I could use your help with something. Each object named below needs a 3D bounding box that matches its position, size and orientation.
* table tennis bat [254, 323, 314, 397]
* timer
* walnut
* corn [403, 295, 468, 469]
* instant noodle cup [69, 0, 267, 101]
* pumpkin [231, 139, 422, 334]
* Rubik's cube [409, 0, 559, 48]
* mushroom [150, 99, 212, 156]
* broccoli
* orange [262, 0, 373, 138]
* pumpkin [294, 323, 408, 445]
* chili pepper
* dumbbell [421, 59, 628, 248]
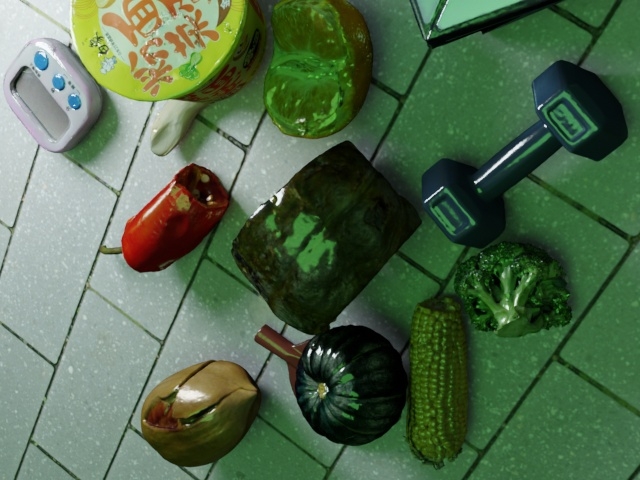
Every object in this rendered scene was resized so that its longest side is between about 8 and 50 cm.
[{"bbox_3d":[0.006,0.261,1.783,0.310,0.038,0.200,32,117,14],"label":"table tennis bat"},{"bbox_3d":[-0.540,-0.293,1.864,0.191,0.069,0.208,-40,87,32],"label":"timer"},{"bbox_3d":[-0.229,0.342,1.852,0.298,0.203,0.203,-26,94,31],"label":"walnut"},{"bbox_3d":[0.210,0.253,1.635,0.115,0.115,0.317,8,110,25],"label":"corn"},{"bbox_3d":[-0.228,-0.365,1.546,0.311,0.221,0.311,0,89,14],"label":"instant noodle cup"},{"bbox_3d":[0.000,0.000,1.574,0.225,0.256,0.303,42,136,6],"label":"pumpkin"},{"bbox_3d":[0.249,-0.432,1.297,0.248,0.250,0.246,-18,98,29],"label":"Rubik's cube"},{"bbox_3d":[-0.258,-0.243,1.736,0.084,0.071,0.209,31,126,-18],"label":"mushroom"},{"bbox_3d":[0.312,0.088,1.502,0.195,0.156,0.195,-2,141,-1],"label":"broccoli"},{"bbox_3d":[-0.003,-0.293,1.527,0.179,0.158,0.237,12,112,28],"label":"orange"},{"bbox_3d":[0.053,0.255,1.644,0.221,0.162,0.220,3,95,45],"label":"pumpkin"},{"bbox_3d":[-0.323,-0.003,1.813,0.338,0.134,0.131,-38,100,31],"label":"chili pepper"},{"bbox_3d":[0.308,-0.126,1.431,0.325,0.160,0.144,-42,54,32],"label":"dumbbell"}]
